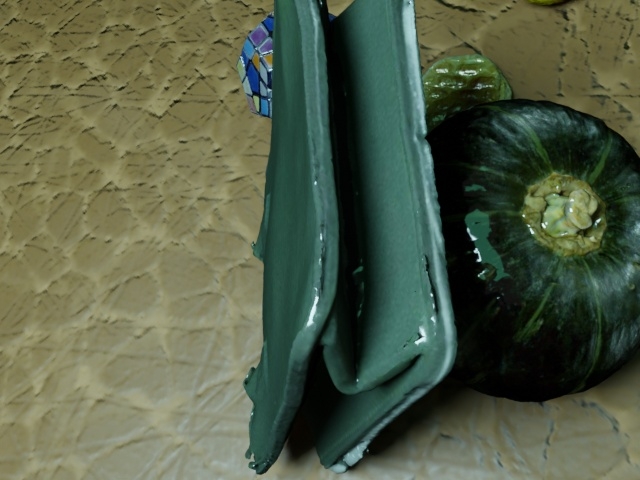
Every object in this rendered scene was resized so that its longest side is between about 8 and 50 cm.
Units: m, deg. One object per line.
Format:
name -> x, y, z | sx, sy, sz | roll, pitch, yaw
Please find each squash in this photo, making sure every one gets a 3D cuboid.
squash -> 0.130, 0.005, 0.492 | 0.193, 0.156, 0.193 | 1, 53, -1

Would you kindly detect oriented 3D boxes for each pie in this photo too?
pie -> 0.116, -0.116, 0.621 | 0.084, 0.020, 0.084 | -6, 66, 13

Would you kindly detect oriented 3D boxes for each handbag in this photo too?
handbag -> -0.002, 0.000, 0.478 | 0.079, 0.260, 0.247 | 3, 61, -11

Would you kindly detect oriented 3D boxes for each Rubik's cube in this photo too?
Rubik's cube -> -0.014, -0.141, 0.627 | 0.093, 0.111, 0.111 | -13, 61, 41

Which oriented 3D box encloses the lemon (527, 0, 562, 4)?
lemon -> 0.193, -0.229, 0.625 | 0.083, 0.062, 0.062 | -37, 63, -2
